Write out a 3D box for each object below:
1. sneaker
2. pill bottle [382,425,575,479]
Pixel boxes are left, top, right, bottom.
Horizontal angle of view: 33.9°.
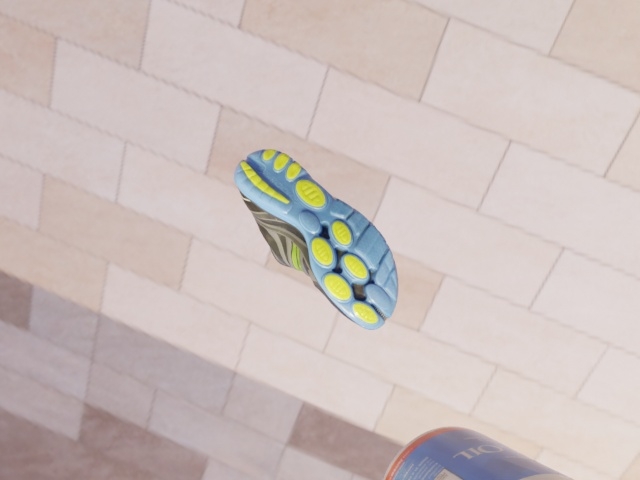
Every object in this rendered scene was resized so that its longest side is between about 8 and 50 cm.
[{"bbox_3d":[0.000,0.000,0.871,0.188,0.067,0.078,46,165,26],"label":"sneaker"},{"bbox_3d":[0.139,0.219,0.757,0.124,0.124,0.221,49,167,-19],"label":"pill bottle"}]
